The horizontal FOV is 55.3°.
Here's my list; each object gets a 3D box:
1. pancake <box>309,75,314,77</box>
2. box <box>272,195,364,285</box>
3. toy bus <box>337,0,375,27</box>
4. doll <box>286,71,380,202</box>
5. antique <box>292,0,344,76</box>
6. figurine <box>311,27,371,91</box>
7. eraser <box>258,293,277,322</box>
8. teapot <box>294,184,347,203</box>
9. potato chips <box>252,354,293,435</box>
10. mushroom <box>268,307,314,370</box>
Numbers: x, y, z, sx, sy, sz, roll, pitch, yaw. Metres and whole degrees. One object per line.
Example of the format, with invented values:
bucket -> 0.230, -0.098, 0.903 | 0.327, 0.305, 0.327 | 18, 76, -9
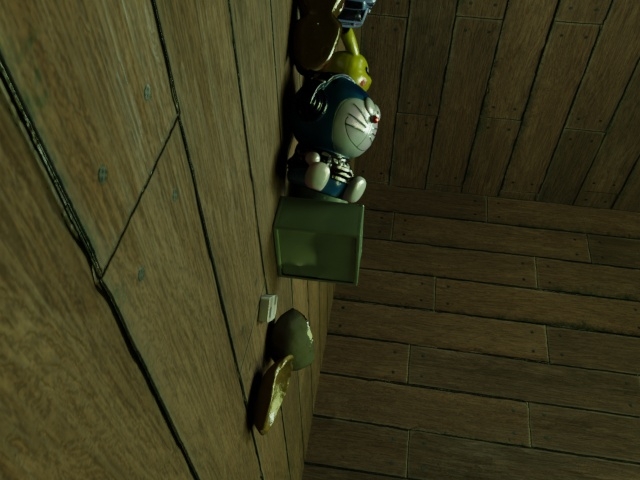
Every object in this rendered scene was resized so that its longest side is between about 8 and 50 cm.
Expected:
pancake -> -0.023, -0.571, 1.783 | 0.184, 0.020, 0.190 | -78, 173, -49
box -> 0.000, 0.000, 1.648 | 0.225, 0.225, 0.117 | 89, 9, -52
toy bus -> 0.065, -0.681, 1.704 | 0.292, 0.126, 0.133 | -105, -160, -55
doll -> 0.026, -0.277, 1.587 | 0.284, 0.240, 0.309 | 14, 94, -57
antique -> -0.005, -0.540, 1.524 | 0.143, 0.121, 0.256 | -110, -153, -85
figurine -> 0.049, -0.442, 1.816 | 0.218, 0.169, 0.326 | 155, -43, -79
eraser -> -0.132, 0.170, 1.542 | 0.105, 0.026, 0.065 | -10, 104, -83
teapot -> 0.011, -0.145, 1.786 | 0.193, 0.130, 0.294 | -33, -124, 51
potato chips -> -0.130, 0.392, 1.582 | 0.195, 0.062, 0.208 | -15, 119, -77
mushroom -> -0.088, 0.284, 1.691 | 0.117, 0.141, 0.188 | -27, 128, -41
